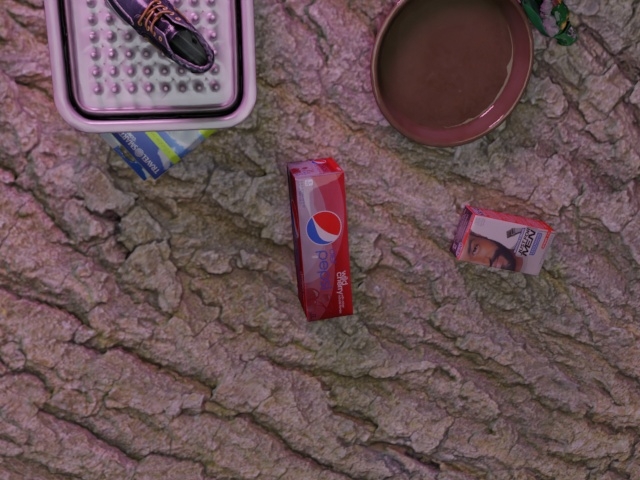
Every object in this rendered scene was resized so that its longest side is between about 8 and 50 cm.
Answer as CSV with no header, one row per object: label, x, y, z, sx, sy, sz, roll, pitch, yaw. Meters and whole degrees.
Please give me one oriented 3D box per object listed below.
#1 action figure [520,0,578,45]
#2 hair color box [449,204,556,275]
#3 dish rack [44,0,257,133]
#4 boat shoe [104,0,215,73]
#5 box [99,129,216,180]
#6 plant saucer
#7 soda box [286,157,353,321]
action figure,0.349,-0.401,1.183,0.232,0.063,0.137,51,56,-33
hair color box,0.330,0.001,1.370,0.167,0.053,0.093,10,111,-15
dish rack,-0.239,-0.324,1.070,0.286,0.072,0.333,-4,102,-11
boat shoe,-0.213,-0.293,1.002,0.183,0.083,0.065,38,93,-16
box,-0.242,-0.179,1.173,0.178,0.042,0.109,-39,115,5
plant saucer,0.211,-0.289,1.226,0.278,0.041,0.278,-5,113,-11
soda box,0.000,0.000,1.274,0.083,0.092,0.263,-9,114,-10
